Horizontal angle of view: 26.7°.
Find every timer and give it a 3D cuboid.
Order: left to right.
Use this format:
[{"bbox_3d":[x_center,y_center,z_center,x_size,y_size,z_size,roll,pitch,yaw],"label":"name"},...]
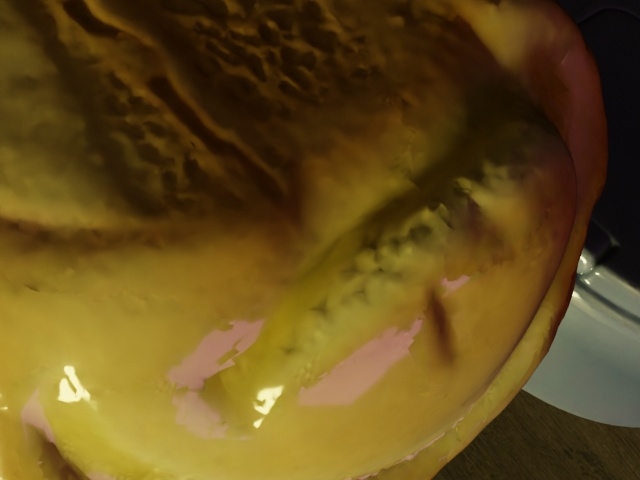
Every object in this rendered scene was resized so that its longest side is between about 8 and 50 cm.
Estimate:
[{"bbox_3d":[0.239,-0.011,1.104,0.395,0.395,0.173,-26,160,-45],"label":"timer"}]

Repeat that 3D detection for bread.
[{"bbox_3d":[-0.034,-0.011,0.576,0.316,0.270,0.211,-34,155,-19],"label":"bread"}]
